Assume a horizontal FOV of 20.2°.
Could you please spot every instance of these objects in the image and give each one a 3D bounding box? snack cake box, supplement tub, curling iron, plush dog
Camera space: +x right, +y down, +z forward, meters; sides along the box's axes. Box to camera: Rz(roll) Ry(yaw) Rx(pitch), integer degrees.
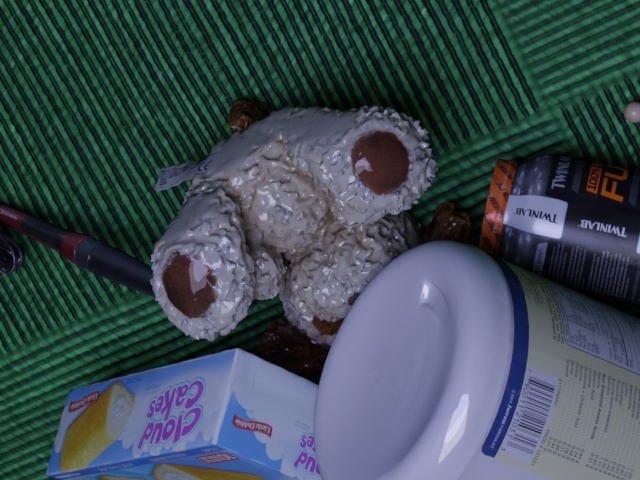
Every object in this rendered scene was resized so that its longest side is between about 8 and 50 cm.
[{"bbox_3d":[-0.101,0.178,1.575,0.152,0.089,0.264,29,151,-31],"label":"snack cake box"},{"bbox_3d":[0.233,-0.007,1.508,0.190,0.117,0.117,11,112,8],"label":"supplement tub"},{"bbox_3d":[-0.211,0.022,1.620,0.274,0.035,0.068,14,109,29],"label":"curling iron"},{"bbox_3d":[0.184,0.157,1.466,0.325,0.235,0.235,23,116,-26],"label":"supplement tub"},{"bbox_3d":[0.000,0.000,1.547,0.262,0.210,0.225,-34,118,6],"label":"plush dog"}]

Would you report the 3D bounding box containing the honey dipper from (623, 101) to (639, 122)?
[{"bbox_3d":[0.331,-0.082,1.507,0.161,0.030,0.030,24,113,7],"label":"honey dipper"}]
